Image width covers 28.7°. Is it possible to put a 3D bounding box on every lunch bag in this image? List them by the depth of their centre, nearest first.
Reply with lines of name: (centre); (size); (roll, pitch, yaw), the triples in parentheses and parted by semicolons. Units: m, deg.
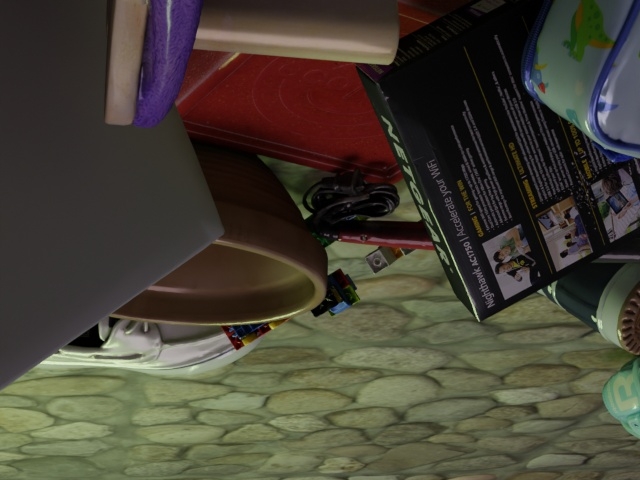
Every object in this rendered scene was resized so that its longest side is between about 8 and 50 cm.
lunch bag: (0.227, -0.123, 0.693); (0.219, 0.090, 0.176); (6, 115, -30)

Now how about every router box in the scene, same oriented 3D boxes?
router box: (0.117, -0.057, 0.759); (0.133, 0.046, 0.179); (-28, 117, -5)

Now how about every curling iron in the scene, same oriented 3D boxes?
curling iron: (0.122, -0.006, 0.935); (0.274, 0.035, 0.068); (10, 151, -4)

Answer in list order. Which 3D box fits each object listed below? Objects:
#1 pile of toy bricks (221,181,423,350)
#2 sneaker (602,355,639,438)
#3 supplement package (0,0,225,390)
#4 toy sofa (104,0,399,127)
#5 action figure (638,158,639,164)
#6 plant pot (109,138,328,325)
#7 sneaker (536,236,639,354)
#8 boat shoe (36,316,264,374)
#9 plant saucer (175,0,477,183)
pile of toy bricks: (0.000, 0.000, 1.054); (0.212, 0.118, 0.105); (-31, -179, 28)
sneaker: (0.415, 0.184, 1.486); (0.150, 0.135, 0.366); (-11, 156, 8)
supplement package: (-0.194, -0.040, 0.622); (0.145, 0.204, 0.262); (-16, -169, 26)
toy sofa: (0.001, -0.188, 0.482); (0.150, 0.177, 0.362); (2, 156, -12)
action figure: (0.269, -0.072, 0.892); (0.285, 0.099, 0.185); (-17, 158, -17)
plant pot: (-0.111, -0.016, 0.936); (0.237, 0.109, 0.237); (2, 161, 1)
sneaker: (0.298, -0.009, 1.063); (0.282, 0.099, 0.153); (-24, -148, -28)
boat shoe: (-0.184, 0.071, 1.180); (0.267, 0.096, 0.088); (0, 163, 12)
plant saucer: (0.025, -0.113, 0.830); (0.258, 0.047, 0.259); (12, 152, -33)
